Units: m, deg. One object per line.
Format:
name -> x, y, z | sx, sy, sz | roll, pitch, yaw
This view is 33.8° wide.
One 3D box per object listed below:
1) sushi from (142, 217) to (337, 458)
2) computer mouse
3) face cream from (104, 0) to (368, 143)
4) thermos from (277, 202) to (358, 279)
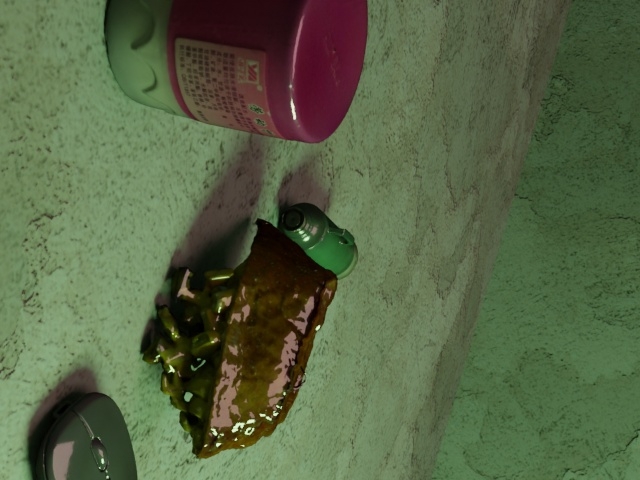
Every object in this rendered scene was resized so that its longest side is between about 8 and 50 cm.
sushi -> -0.090, 0.108, 1.220 | 0.167, 0.179, 0.296 | 88, 23, -78
computer mouse -> -0.231, 0.262, 1.064 | 0.120, 0.057, 0.232 | -48, 146, -52
face cream -> -0.074, -0.191, 0.982 | 0.175, 0.194, 0.175 | 12, 90, -69
thermos -> -0.005, 0.001, 1.451 | 0.073, 0.083, 0.187 | -51, 156, -1
